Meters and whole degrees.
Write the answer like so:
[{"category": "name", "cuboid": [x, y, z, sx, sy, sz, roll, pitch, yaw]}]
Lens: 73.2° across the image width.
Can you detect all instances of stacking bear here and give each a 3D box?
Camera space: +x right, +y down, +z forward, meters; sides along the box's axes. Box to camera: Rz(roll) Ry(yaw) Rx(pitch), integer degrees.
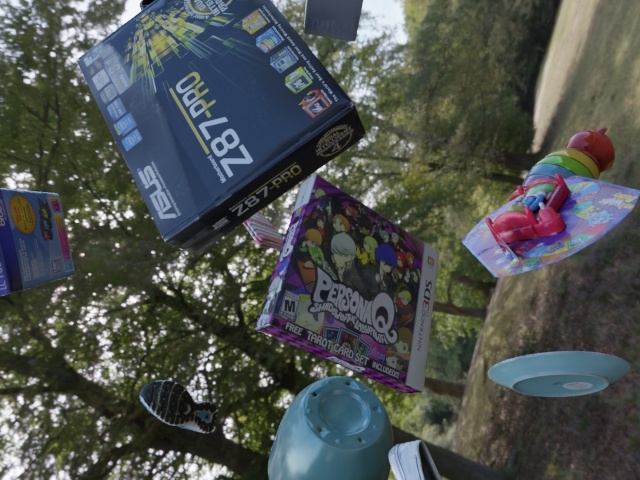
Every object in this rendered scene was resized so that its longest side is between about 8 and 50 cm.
[{"category": "stacking bear", "cuboid": [0.627, -0.162, 1.086, 0.289, 0.164, 0.175, -46, -22, -13]}]

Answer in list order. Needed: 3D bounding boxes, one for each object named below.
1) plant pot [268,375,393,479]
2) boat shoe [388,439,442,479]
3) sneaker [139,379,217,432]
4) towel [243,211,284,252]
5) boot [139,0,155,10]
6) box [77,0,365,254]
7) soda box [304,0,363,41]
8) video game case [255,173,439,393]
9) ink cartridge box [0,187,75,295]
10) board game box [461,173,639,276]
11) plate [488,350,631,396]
[{"category": "plant pot", "cuboid": [0.035, 0.460, 0.988, 0.293, 0.293, 0.235, -49, -25, -52]}, {"category": "boat shoe", "cuboid": [0.202, 0.476, 0.770, 0.076, 0.226, 0.083, -40, -22, 30]}, {"category": "sneaker", "cuboid": [-0.251, 0.291, 0.735, 0.162, 0.073, 0.063, 53, -146, -40]}, {"category": "towel", "cuboid": [-0.163, -0.049, 1.008, 0.029, 0.197, 0.144, -45, -20, 8]}, {"category": "boot", "cuboid": [-0.494, -0.759, 1.436, 0.176, 0.088, 0.244, 90, -155, -45]}, {"category": "box", "cuboid": [-0.168, -0.226, 0.673, 0.318, 0.395, 0.097, -34, -21, 6]}, {"category": "soda box", "cuboid": [0.035, -0.459, 0.634, 0.286, 0.091, 0.098, 102, 173, -51]}, {"category": "video game case", "cuboid": [0.052, 0.057, 0.554, 0.042, 0.232, 0.210, -29, 38, 51]}, {"category": "ink cartridge box", "cuboid": [-0.839, 0.004, 1.142, 0.395, 0.151, 0.270, -131, 31, -85]}, {"category": "board game box", "cuboid": [0.199, -0.031, 0.406, 0.033, 0.133, 0.168, 55, -168, -12]}, {"category": "plate", "cuboid": [0.347, 0.203, 0.631, 0.188, 0.188, 0.024, 75, -163, -55]}]
